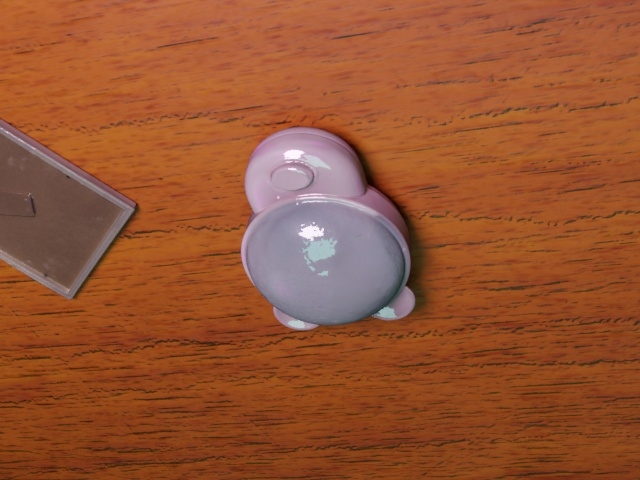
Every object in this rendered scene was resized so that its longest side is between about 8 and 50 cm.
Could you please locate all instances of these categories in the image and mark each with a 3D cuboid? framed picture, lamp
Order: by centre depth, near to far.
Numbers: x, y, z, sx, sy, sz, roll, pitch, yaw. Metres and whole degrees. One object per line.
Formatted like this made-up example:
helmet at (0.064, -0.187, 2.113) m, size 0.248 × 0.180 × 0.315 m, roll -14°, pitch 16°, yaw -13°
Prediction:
lamp at (0.000, 0.001, 0.873) m, size 0.180 × 0.108 × 0.246 m, roll -10°, pitch 123°, yaw 12°
framed picture at (-0.356, -0.048, 0.959) m, size 0.250 × 0.016 × 0.184 m, roll 32°, pitch 125°, yaw -13°
